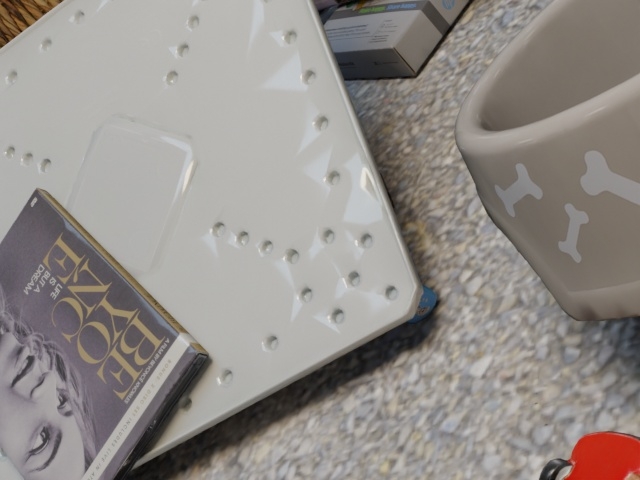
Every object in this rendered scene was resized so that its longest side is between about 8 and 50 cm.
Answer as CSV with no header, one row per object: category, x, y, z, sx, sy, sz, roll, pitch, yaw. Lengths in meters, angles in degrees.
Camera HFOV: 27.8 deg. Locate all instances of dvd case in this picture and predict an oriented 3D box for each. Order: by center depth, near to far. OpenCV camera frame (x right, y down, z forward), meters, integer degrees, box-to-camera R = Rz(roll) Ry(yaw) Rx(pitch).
dvd case,-0.194,0.085,0.958,0.221,0.018,0.164,40,100,34

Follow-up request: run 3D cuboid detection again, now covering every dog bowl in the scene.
dog bowl,0.221,-0.109,0.682,0.349,0.102,0.349,-38,13,10

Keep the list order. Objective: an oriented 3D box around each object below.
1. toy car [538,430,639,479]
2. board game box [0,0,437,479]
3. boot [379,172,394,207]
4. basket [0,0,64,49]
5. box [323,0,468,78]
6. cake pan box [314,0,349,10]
toy car,0.068,0.218,0.599,0.225,0.053,0.239,-26,33,31
board game box,-0.134,-0.029,0.992,0.390,0.050,0.390,-31,63,23
boot,0.000,0.000,0.990,0.114,0.037,0.106,-18,41,32
basket,-0.333,-0.129,1.299,0.213,0.299,0.223,-24,35,33
box,0.082,-0.226,1.171,0.186,0.038,0.145,-53,29,-17
cake pan box,0.086,-0.331,1.197,0.246,0.070,0.267,-5,48,54
